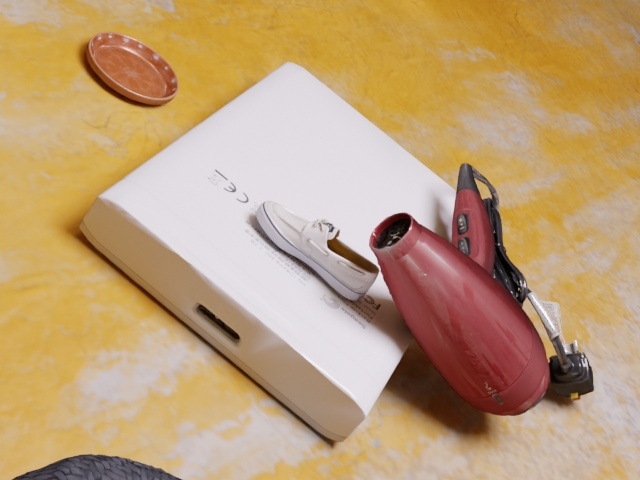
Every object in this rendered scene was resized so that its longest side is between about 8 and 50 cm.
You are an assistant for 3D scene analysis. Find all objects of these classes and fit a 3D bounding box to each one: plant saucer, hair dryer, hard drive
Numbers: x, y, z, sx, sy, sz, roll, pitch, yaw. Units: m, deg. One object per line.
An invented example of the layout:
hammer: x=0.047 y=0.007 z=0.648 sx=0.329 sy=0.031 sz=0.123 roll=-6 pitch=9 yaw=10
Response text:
plant saucer: x=-0.158 y=-0.142 z=0.983 sx=0.083 sy=0.013 sz=0.083 roll=26 pitch=33 yaw=-19
hair dryer: x=0.113 y=0.034 z=0.928 sx=0.224 sy=0.080 sz=0.293 roll=63 pitch=18 yaw=19
hard drive: x=-0.009 y=-0.014 z=0.938 sx=0.233 sy=0.047 sz=0.353 roll=39 pitch=31 yaw=1

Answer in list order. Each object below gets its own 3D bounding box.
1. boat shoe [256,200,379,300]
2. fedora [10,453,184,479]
boat shoe: x=0.000 y=0.000 z=0.847 sx=0.100 sy=0.035 sz=0.035 roll=41 pitch=31 yaw=3
fedora: x=-0.059 y=0.179 z=0.398 sx=0.334 sy=0.152 sz=0.334 roll=39 pitch=-1 yaw=1
